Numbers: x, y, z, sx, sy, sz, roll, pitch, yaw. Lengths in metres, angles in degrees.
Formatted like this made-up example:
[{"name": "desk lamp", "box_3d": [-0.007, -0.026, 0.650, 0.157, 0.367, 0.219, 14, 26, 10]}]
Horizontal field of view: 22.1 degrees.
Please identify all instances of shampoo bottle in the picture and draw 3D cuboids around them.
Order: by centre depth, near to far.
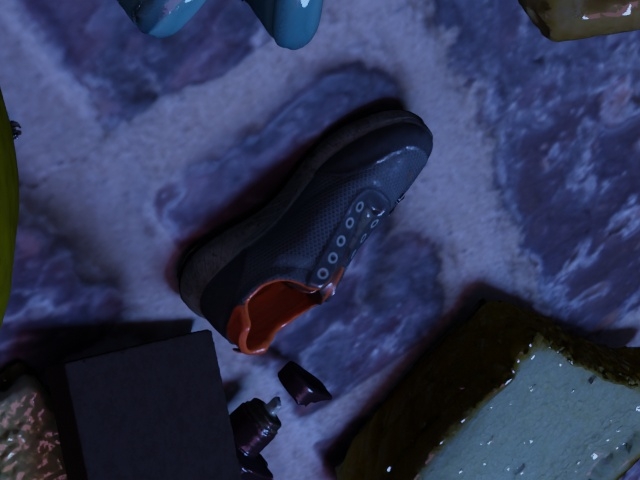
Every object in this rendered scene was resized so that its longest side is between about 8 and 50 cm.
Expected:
[{"name": "shampoo bottle", "box_3d": [-0.093, 0.176, 1.165, 0.236, 0.067, 0.068, -44, 165, 10]}]

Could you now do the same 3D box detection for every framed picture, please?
[{"name": "framed picture", "box_3d": [-0.105, 0.151, 1.050, 0.023, 0.168, 0.128, -12, 179, 42]}]

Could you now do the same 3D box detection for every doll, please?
[{"name": "doll", "box_3d": [-0.041, -0.175, 0.840, 0.159, 0.059, 0.158, 7, 127, -41]}]

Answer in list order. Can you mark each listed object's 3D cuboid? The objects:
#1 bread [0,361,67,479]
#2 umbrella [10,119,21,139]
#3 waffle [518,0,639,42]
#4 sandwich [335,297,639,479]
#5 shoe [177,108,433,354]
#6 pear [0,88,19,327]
[{"name": "bread", "box_3d": [-0.254, 0.219, 1.056, 0.266, 0.142, 0.178, -30, 158, -6]}, {"name": "umbrella", "box_3d": [-0.200, -0.053, 0.877, 0.083, 0.020, 0.031, -15, 139, -34]}, {"name": "waffle", "box_3d": [0.276, -0.236, 0.901, 0.348, 0.077, 0.304, -8, 147, 1]}, {"name": "sandwich", "box_3d": [0.156, 0.156, 1.328, 0.251, 0.087, 0.226, 20, 114, -46]}, {"name": "shoe", "box_3d": [0.001, -0.001, 1.043, 0.194, 0.077, 0.074, -37, 143, 1]}, {"name": "pear", "box_3d": [-0.297, -0.044, 0.531, 0.418, 0.362, 0.362, 29, 111, -24]}]
